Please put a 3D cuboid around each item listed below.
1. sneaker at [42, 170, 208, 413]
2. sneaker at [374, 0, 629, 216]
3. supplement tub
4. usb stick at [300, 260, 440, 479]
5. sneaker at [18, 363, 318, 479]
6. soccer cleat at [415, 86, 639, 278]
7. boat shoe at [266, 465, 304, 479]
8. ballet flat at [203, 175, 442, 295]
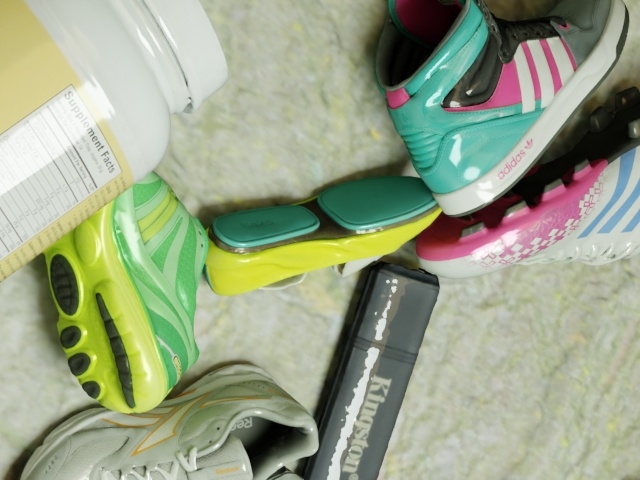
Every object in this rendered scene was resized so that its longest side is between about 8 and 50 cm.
[{"bbox_3d":[-0.161,-0.014,1.331,0.123,0.109,0.296,-27,113,-57],"label":"sneaker"},{"bbox_3d":[0.147,-0.179,1.473,0.178,0.123,0.295,52,55,-20],"label":"sneaker"},{"bbox_3d":[-0.253,-0.092,1.128,0.331,0.241,0.241,-38,119,-11],"label":"supplement tub"},{"bbox_3d":[0.037,0.154,1.518,0.077,0.045,0.278,18,92,-34],"label":"usb stick"},{"bbox_3d":[-0.121,0.180,1.375,0.262,0.121,0.099,-24,113,-27],"label":"sneaker"},{"bbox_3d":[0.239,-0.020,1.566,0.331,0.116,0.143,-30,115,-25],"label":"soccer cleat"},{"bbox_3d":[-0.109,0.256,1.433,0.219,0.070,0.078,-27,134,-31],"label":"boat shoe"},{"bbox_3d":[0.000,0.000,1.450,0.231,0.077,0.077,-13,129,-28],"label":"ballet flat"}]
